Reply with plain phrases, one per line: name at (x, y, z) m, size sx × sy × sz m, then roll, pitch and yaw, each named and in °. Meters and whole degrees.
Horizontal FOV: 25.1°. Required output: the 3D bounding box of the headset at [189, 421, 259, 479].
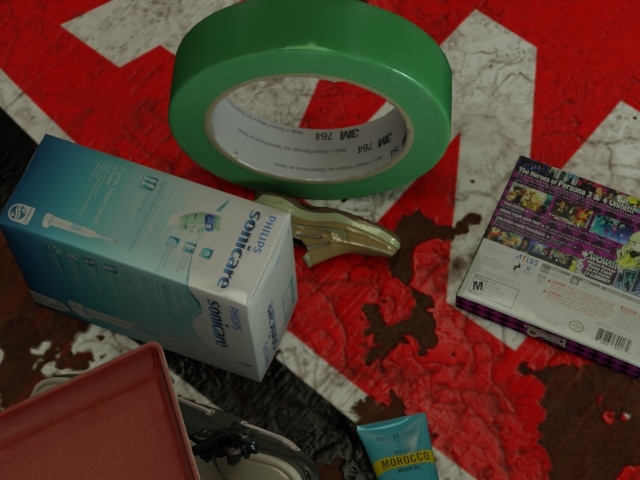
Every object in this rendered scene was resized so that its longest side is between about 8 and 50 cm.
headset at (-0.048, 0.377, 1.424) m, size 0.243 × 0.185 × 0.394 m, roll -13°, pitch 89°, yaw -30°

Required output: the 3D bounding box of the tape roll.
tape roll at (-0.011, -0.155, 1.638) m, size 0.321 × 0.321 × 0.077 m, roll 3°, pitch 64°, yaw 3°

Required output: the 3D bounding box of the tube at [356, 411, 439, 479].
tube at (0.103, 0.285, 1.561) m, size 0.080 × 0.052 × 0.207 m, roll -8°, pitch 55°, yaw -13°

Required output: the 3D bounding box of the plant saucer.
plant saucer at (-0.234, 0.258, 1.393) m, size 0.258 × 0.048 × 0.259 m, roll -25°, pitch 53°, yaw 4°

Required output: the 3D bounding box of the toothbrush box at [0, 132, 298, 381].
toothbrush box at (-0.184, 0.024, 1.610) m, size 0.295 × 0.216 × 0.126 m, roll 19°, pitch 65°, yaw 12°

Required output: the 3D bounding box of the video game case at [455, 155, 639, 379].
video game case at (0.303, 0.028, 1.689) m, size 0.232 × 0.042 × 0.210 m, roll 21°, pitch 65°, yaw 12°

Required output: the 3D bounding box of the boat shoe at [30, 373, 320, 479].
boat shoe at (-0.159, 0.229, 1.583) m, size 0.335 × 0.095 × 0.112 m, roll 18°, pitch 100°, yaw 15°

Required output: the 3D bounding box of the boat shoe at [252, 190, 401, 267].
boat shoe at (0.000, 0.000, 1.709) m, size 0.190 × 0.068 × 0.072 m, roll 14°, pitch 75°, yaw 20°
